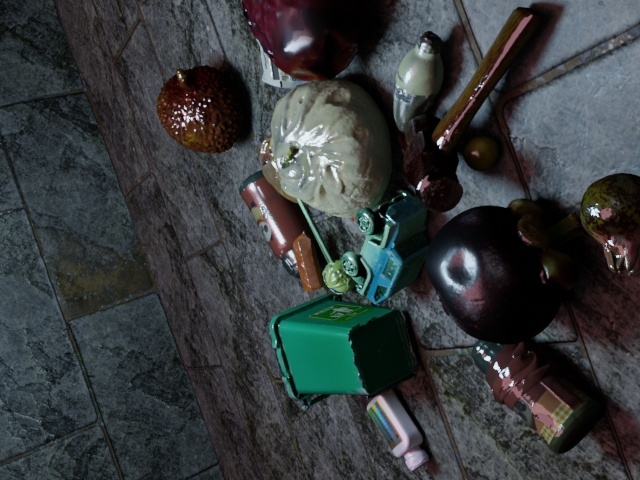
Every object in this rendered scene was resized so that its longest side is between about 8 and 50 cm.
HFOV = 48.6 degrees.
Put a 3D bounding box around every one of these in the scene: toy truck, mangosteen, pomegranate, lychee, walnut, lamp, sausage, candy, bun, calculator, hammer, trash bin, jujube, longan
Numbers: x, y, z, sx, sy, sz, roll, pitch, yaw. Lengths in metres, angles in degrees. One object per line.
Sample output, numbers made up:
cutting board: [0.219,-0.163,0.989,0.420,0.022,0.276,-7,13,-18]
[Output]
toy truck: [0.165,0.016,1.702,0.156,0.155,0.279,43,141,24]
mangosteen: [0.359,0.045,1.340,0.302,0.275,0.275,-37,72,22]
pomegranate: [0.480,-0.029,1.153,0.125,0.163,0.138,22,169,33]
lychee: [-0.374,-0.406,2.220,0.275,0.275,0.304,33,160,46]
walnut: [-0.080,-0.194,1.988,0.238,0.141,0.204,26,134,46]
lamp: [0.202,-0.327,1.491,0.101,0.101,0.250,52,148,28]
sausage: [-0.038,0.056,2.004,0.065,0.065,0.169,-11,95,60]
candy: [0.000,0.000,1.958,0.336,0.092,0.093,63,-166,-15]
bun: [0.005,-0.223,1.722,0.359,0.211,0.360,19,116,45]
calculator: [-0.088,-0.500,1.921,0.268,0.040,0.177,20,123,52]
hammer: [0.281,-0.268,1.351,0.242,0.095,0.409,-92,24,-48]
trash bin: [0.061,0.314,1.940,0.381,0.259,0.295,-7,101,56]
jujube: [-0.044,-0.531,1.643,0.258,0.258,0.377,104,150,-43]
longan: [0.323,-0.181,1.421,0.075,0.075,0.083,-10,57,59]

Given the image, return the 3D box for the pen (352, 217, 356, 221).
pen: [0.095,-0.149,1.841,0.026,0.026,0.218,32,132,47]

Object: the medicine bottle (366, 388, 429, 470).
medicine bottle: [0.218,0.530,1.974,0.219,0.078,0.115,57,145,22]

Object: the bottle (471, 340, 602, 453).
bottle: [0.426,0.298,1.447,0.271,0.143,0.156,44,115,34]

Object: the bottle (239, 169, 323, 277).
bottle: [-0.108,-0.047,2.118,0.336,0.144,0.144,60,148,14]
